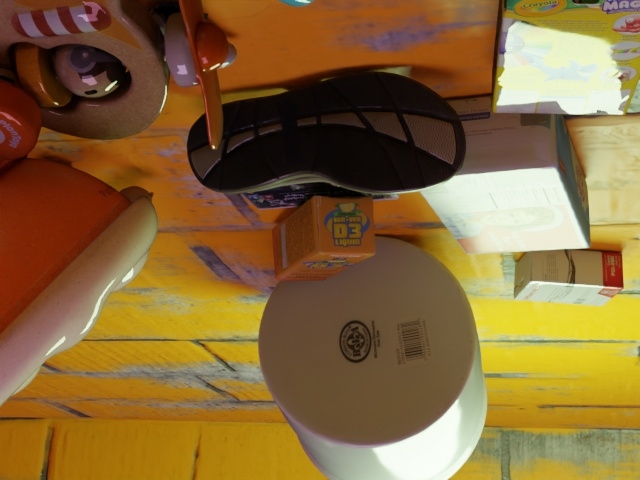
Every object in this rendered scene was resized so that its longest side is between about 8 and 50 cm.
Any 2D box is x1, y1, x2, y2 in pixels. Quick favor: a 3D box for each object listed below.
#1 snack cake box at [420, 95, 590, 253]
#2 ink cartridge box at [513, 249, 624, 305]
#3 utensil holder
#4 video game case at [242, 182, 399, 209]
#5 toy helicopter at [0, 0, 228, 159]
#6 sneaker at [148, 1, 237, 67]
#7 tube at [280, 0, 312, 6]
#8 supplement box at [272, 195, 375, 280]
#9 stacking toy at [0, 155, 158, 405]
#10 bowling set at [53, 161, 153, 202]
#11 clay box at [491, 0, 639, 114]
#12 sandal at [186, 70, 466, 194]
[{"bbox_3d":[0.205,-0.066,1.249,0.152,0.089,0.264,-5,160,18],"label":"snack cake box"},{"bbox_3d":[0.354,0.052,1.629,0.135,0.056,0.099,4,161,-4],"label":"ink cartridge box"},{"bbox_3d":[0.085,0.199,1.711,0.327,0.328,0.385,0,159,10],"label":"utensil holder"},{"bbox_3d":[-0.019,-0.081,1.353,0.190,0.022,0.173,-4,160,19],"label":"video game case"},{"bbox_3d":[-0.170,-0.189,0.895,0.234,0.140,0.355,13,148,-9],"label":"toy helicopter"},{"bbox_3d":[-0.110,-0.187,1.017,0.098,0.038,0.069,13,160,-27],"label":"sneaker"},{"bbox_3d":[-0.071,-0.223,0.820,0.052,0.080,0.207,24,-172,34],"label":"tube"},{"bbox_3d":[0.000,0.000,1.456,0.078,0.080,0.233,0,168,-15],"label":"supplement box"},{"bbox_3d":[-0.424,-0.050,1.063,0.480,0.351,0.350,45,152,-7],"label":"stacking toy"},{"bbox_3d":[-0.367,-0.030,1.359,0.154,0.200,0.287,-45,176,41],"label":"bowling set"},{"bbox_3d":[0.215,-0.176,0.969,0.127,0.053,0.222,2,160,6],"label":"clay box"},{"bbox_3d":[0.006,-0.106,1.162,0.302,0.120,0.086,1,-179,26],"label":"sandal"}]
